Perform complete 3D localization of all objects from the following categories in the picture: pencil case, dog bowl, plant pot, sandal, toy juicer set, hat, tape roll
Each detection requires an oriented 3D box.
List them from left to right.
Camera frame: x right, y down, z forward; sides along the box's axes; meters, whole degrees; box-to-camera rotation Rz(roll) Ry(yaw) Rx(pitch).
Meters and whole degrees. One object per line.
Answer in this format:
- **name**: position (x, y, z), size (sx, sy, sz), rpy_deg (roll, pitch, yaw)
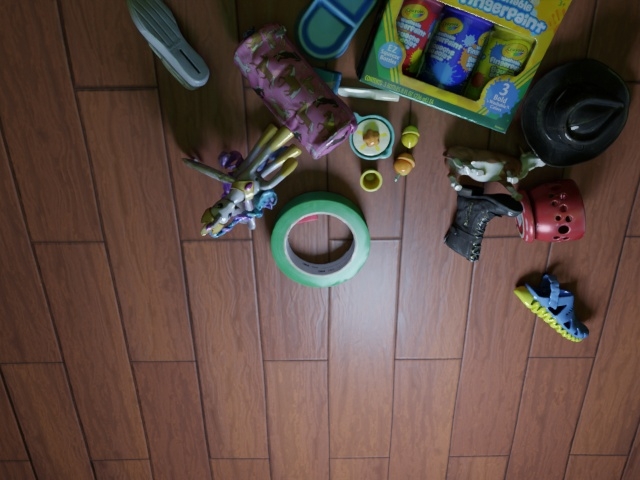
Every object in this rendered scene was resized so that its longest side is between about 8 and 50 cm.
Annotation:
- **pencil case**: position (-0.066, -0.406, 1.423), size (0.160, 0.167, 0.386), rpy_deg (-39, 89, -20)
- **tape roll**: position (0.000, 0.000, 1.706), size (0.321, 0.077, 0.321), rpy_deg (-1, 117, -1)
- **dog bowl**: position (0.047, -0.627, 1.426), size (0.166, 0.074, 0.297), rpy_deg (34, 111, -15)
- **toy juicer set**: position (0.188, -0.321, 1.558), size (0.209, 0.089, 0.329), rpy_deg (-14, 113, 7)
- **plant pot**: position (0.703, -0.082, 1.616), size (0.174, 0.191, 0.191), rpy_deg (-12, 114, 10)
- **sandal**: position (0.826, 0.230, 1.799), size (0.317, 0.126, 0.138), rpy_deg (37, 105, -17)
- **hat**: position (0.751, -0.358, 1.470), size (0.331, 0.134, 0.331), rpy_deg (-1, 103, -6)

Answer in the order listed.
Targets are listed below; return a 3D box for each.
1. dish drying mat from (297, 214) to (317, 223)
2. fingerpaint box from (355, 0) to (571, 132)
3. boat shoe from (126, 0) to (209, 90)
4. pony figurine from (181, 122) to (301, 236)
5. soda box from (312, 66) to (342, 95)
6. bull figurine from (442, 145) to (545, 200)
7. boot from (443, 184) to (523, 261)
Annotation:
- **dish drying mat**: position (-0.052, -0.076, 1.715), size (0.083, 0.008, 0.032), rpy_deg (-11, 115, 6)
- **fingerpaint box**: position (0.369, -0.547, 1.413), size (0.445, 0.163, 0.371), rpy_deg (18, 114, -8)
- **boat shoe**: position (-0.434, -0.548, 1.448), size (0.302, 0.109, 0.094), rpy_deg (54, 147, -13)
- **pony figurine**: position (-0.228, -0.177, 1.519), size (0.363, 0.351, 0.303), rpy_deg (-45, 112, -2)
- **soda box**: position (-0.003, -0.393, 1.525), size (0.071, 0.067, 0.210), rpy_deg (22, 116, 16)
- **bull figurine**: position (0.523, -0.214, 1.568), size (0.310, 0.188, 0.101), rpy_deg (6, 128, 4)
- **boot**: position (0.500, -0.040, 1.621), size (0.091, 0.263, 0.229), rpy_deg (-6, 112, -29)
